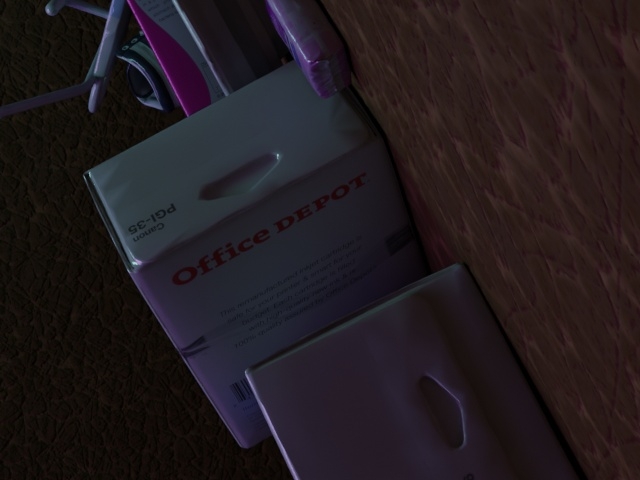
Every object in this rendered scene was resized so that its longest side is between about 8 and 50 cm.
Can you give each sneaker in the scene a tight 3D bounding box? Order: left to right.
[{"bbox_3d":[-0.192,-0.270,1.720,0.282,0.153,0.099,60,175,40],"label":"sneaker"}]

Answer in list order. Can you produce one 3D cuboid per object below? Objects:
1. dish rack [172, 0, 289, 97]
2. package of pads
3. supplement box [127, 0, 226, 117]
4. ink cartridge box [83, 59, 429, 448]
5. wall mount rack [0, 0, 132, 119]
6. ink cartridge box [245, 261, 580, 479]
[{"bbox_3d":[-0.088,-0.210,1.208,0.285,0.072,0.333,61,180,12],"label":"dish rack"},{"bbox_3d":[-0.009,-0.145,0.960,0.083,0.032,0.050,61,174,26],"label":"package of pads"},{"bbox_3d":[-0.140,-0.247,1.472,0.220,0.111,0.114,64,177,-10],"label":"supplement box"},{"bbox_3d":[-0.033,0.015,1.098,0.117,0.207,0.283,58,174,37],"label":"ink cartridge box"},{"bbox_3d":[-0.296,-0.285,1.646,0.304,0.130,0.350,-79,9,-50],"label":"wall mount rack"},{"bbox_3d":[0.062,0.144,0.999,0.171,0.168,0.232,62,176,13],"label":"ink cartridge box"}]
